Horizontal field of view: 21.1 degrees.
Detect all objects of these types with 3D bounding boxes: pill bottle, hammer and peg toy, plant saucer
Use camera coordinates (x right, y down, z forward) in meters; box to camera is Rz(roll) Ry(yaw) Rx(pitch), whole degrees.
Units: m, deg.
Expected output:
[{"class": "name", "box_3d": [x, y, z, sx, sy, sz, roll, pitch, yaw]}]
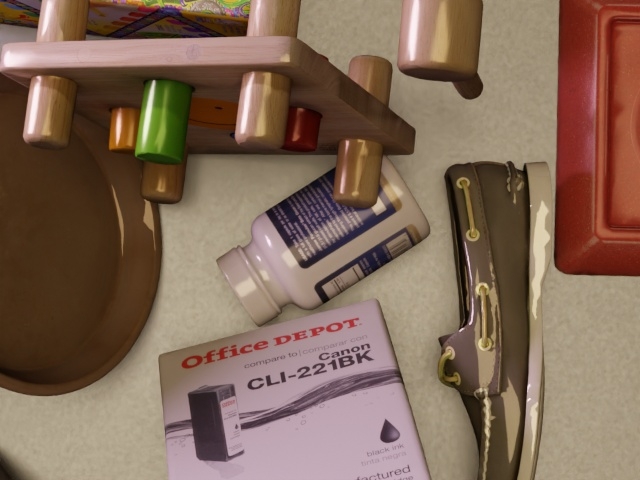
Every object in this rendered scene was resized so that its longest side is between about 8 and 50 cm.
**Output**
[{"class": "pill bottle", "box_3d": [0.000, 0.000, 1.460, 0.169, 0.094, 0.094, -32, 87, -1]}, {"class": "hammer and peg toy", "box_3d": [-0.031, -0.104, 1.337, 0.361, 0.266, 0.127, 2, 79, 23]}, {"class": "plant saucer", "box_3d": [-0.241, -0.010, 1.409, 0.041, 0.278, 0.278, -9, 85, 39]}, {"class": "plant saucer", "box_3d": [0.336, -0.097, 1.486, 0.259, 0.048, 0.258, 2, 86, 2]}]

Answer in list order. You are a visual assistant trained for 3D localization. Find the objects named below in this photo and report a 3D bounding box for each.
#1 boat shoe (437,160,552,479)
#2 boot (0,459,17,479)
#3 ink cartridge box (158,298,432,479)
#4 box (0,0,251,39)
[{"class": "boat shoe", "box_3d": [0.144, 0.082, 1.450, 0.091, 0.109, 0.305, 3, 81, 2]}, {"class": "boot", "box_3d": [-0.291, 0.280, 1.405, 0.208, 0.076, 0.189, 38, 62, 26]}, {"class": "ink cartridge box", "box_3d": [-0.015, 0.183, 1.355, 0.197, 0.273, 0.114, -15, 122, 0]}, {"class": "box", "box_3d": [-0.167, -0.326, 1.442, 0.279, 0.177, 0.290, 8, 87, 1]}]
